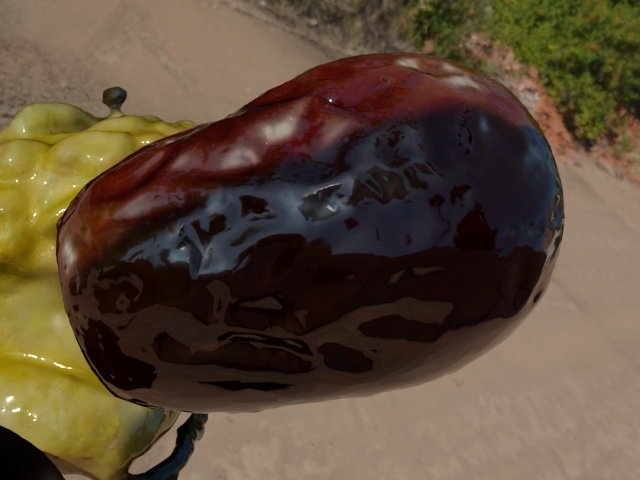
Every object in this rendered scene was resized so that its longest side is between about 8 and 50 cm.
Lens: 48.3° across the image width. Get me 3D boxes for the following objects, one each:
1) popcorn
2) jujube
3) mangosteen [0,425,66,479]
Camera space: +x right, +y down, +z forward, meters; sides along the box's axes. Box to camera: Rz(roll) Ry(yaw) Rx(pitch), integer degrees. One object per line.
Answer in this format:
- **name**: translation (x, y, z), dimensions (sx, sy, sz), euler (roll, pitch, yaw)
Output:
- **popcorn**: translation (-0.193, 0.054, 0.671), dimensions (0.349, 0.349, 0.382), euler (9, 59, -45)
- **jujube**: translation (0.000, 0.000, 0.470), dimensions (0.318, 0.223, 0.223), euler (-15, 46, -10)
- **mangosteen**: translation (-0.265, 0.208, 0.433), dimensions (0.235, 0.236, 0.261), euler (15, 2, -38)
